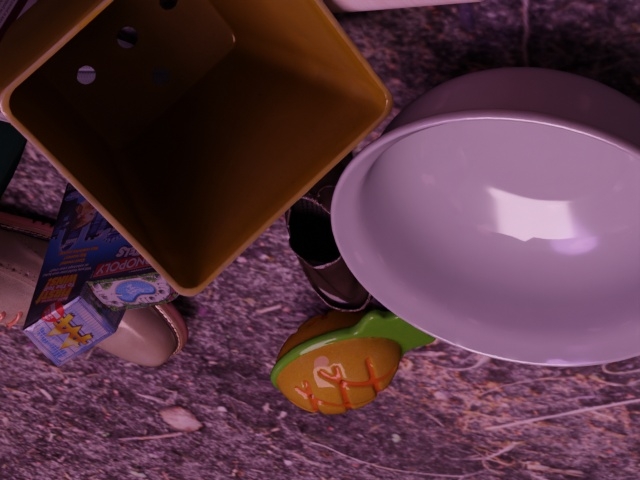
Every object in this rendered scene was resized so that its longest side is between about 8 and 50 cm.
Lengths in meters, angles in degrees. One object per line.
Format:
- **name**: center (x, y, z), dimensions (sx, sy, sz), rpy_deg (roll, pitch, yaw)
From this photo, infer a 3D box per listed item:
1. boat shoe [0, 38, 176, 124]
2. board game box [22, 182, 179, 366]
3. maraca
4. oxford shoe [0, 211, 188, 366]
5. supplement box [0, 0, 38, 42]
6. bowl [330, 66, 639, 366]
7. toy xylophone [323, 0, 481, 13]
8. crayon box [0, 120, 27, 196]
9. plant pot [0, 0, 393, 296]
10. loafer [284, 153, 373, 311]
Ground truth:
- **boat shoe**: center (-0.219, -0.134, 1.158), dimensions (0.226, 0.083, 0.076), rpy_deg (12, 166, 19)
- **board game box**: center (-0.185, 0.020, 1.226), dimensions (0.194, 0.194, 0.060), rpy_deg (-8, 136, 33)
- **maraca**: center (0.033, 0.114, 1.330), dimensions (0.185, 0.099, 0.127), rpy_deg (-32, 149, 29)
- **oxford shoe**: center (-0.331, 0.053, 1.373), dimensions (0.397, 0.146, 0.140), rpy_deg (26, 143, -9)
- **supplement box**: center (-0.350, -0.212, 1.058), dimensions (0.239, 0.130, 0.073), rpy_deg (32, 142, -14)
- **bowl**: center (0.167, -0.038, 1.042), dimensions (0.298, 0.134, 0.298), rpy_deg (12, 142, 10)
- **toy xylophone**: center (0.053, -0.264, 0.847), dimensions (0.236, 0.081, 0.323), rpy_deg (6, 141, 18)
- **crayon box**: center (-0.492, -0.048, 1.178), dimensions (0.363, 0.313, 0.106), rpy_deg (26, 143, -9)
- **plant pot**: center (-0.115, -0.128, 0.976), dimensions (0.212, 0.212, 0.187), rpy_deg (50, 175, -35)
- **loafer**: center (0.000, 0.000, 1.212), dimensions (0.080, 0.078, 0.220), rpy_deg (3, 140, 21)
